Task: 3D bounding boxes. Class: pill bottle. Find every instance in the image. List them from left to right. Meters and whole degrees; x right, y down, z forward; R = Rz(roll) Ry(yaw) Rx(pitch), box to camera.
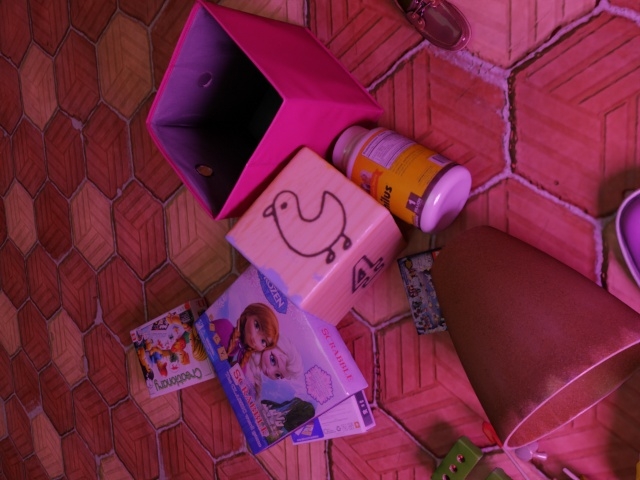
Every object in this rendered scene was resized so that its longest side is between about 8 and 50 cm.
[{"bbox_3d":[0.124,-0.107,0.871,0.215,0.117,0.117,35,118,31],"label":"pill bottle"}]

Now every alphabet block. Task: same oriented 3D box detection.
[{"bbox_3d":[0.000,0.000,0.896,0.192,0.193,0.197,40,89,23],"label":"alphabet block"}]

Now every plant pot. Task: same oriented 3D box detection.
[{"bbox_3d":[0.269,0.108,0.739,0.254,0.237,0.237,56,128,36],"label":"plant pot"}]

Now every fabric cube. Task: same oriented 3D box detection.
[{"bbox_3d":[-0.103,-0.218,0.950,0.254,0.258,0.259,51,125,21],"label":"fabric cube"}]

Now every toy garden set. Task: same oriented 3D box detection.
[{"bbox_3d":[0.320,0.392,0.840,0.244,0.049,0.204,40,122,29],"label":"toy garden set"}]

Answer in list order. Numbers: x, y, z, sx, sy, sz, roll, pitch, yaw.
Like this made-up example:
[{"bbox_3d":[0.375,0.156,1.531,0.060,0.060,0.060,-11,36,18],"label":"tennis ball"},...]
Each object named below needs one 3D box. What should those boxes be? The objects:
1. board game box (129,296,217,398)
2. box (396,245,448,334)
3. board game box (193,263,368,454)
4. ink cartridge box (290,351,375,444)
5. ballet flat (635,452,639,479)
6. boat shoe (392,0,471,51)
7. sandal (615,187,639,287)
[{"bbox_3d":[-0.370,0.281,1.387,0.305,0.053,0.193,-27,80,39],"label":"board game box"},{"bbox_3d":[0.190,0.085,0.907,0.094,0.027,0.137,-19,85,39],"label":"box"},{"bbox_3d":[-0.099,0.224,1.091,0.318,0.066,0.319,-44,67,35],"label":"board game box"},{"bbox_3d":[-0.009,0.296,1.095,0.206,0.045,0.208,-27,79,39],"label":"ink cartridge box"},{"bbox_3d":[0.453,0.256,0.682,0.077,0.077,0.231,-102,10,-50],"label":"ballet flat"},{"bbox_3d":[0.159,-0.357,0.838,0.178,0.060,0.064,53,125,20],"label":"boat shoe"},{"bbox_3d":[0.497,0.104,0.607,0.169,0.102,0.416,-42,71,36],"label":"sandal"}]
